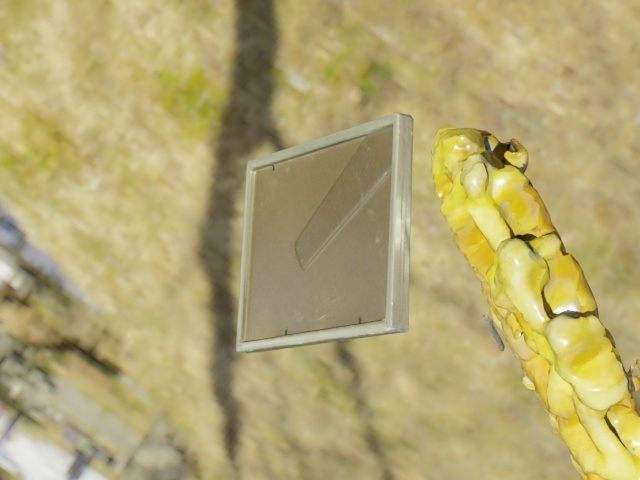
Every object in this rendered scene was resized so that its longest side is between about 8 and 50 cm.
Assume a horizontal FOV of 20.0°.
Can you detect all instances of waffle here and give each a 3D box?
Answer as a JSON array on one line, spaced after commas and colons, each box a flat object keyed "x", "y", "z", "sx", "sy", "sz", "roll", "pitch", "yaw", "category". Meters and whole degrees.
[{"x": 0.122, "y": 0.058, "z": 0.873, "sx": 0.280, "sy": 0.060, "sz": 0.262, "roll": -92, "pitch": -23, "yaw": -83, "category": "waffle"}]

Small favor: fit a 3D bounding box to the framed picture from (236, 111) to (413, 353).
[{"x": 0.000, "y": 0.000, "z": 1.283, "sx": 0.015, "sy": 0.150, "sz": 0.203, "roll": 9, "pitch": 167, "yaw": -32, "category": "framed picture"}]
